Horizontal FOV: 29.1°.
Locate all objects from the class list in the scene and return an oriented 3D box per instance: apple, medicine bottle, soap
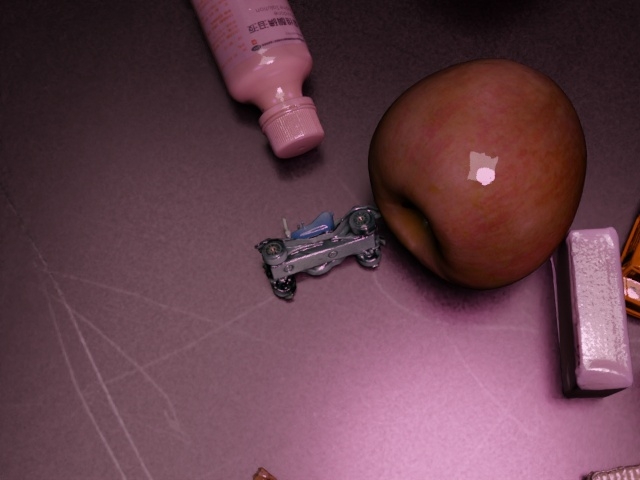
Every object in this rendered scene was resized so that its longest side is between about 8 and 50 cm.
[{"bbox_3d":[0.187,-0.079,1.402,0.234,0.257,0.257,-33,78,-20],"label":"apple"},{"bbox_3d":[-0.071,-0.224,1.508,0.114,0.114,0.252,-21,77,-5],"label":"medicine bottle"},{"bbox_3d":[0.310,0.086,1.427,0.063,0.121,0.183,-2,77,0],"label":"soap"}]

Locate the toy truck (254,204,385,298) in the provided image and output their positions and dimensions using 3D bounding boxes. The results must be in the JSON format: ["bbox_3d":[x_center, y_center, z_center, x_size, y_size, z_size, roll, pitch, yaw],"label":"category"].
[{"bbox_3d":[-0.001,0.001,1.481,0.154,0.080,0.078,-20,50,-5],"label":"toy truck"}]

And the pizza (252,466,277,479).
[{"bbox_3d":[-0.112,0.438,1.368,0.287,0.075,0.280,-29,77,-7],"label":"pizza"}]

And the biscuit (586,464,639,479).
[{"bbox_3d":[0.435,0.312,1.410,0.250,0.046,0.147,-13,78,-4],"label":"biscuit"}]

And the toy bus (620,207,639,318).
[{"bbox_3d":[0.402,0.011,1.469,0.069,0.074,0.162,24,77,4],"label":"toy bus"}]
